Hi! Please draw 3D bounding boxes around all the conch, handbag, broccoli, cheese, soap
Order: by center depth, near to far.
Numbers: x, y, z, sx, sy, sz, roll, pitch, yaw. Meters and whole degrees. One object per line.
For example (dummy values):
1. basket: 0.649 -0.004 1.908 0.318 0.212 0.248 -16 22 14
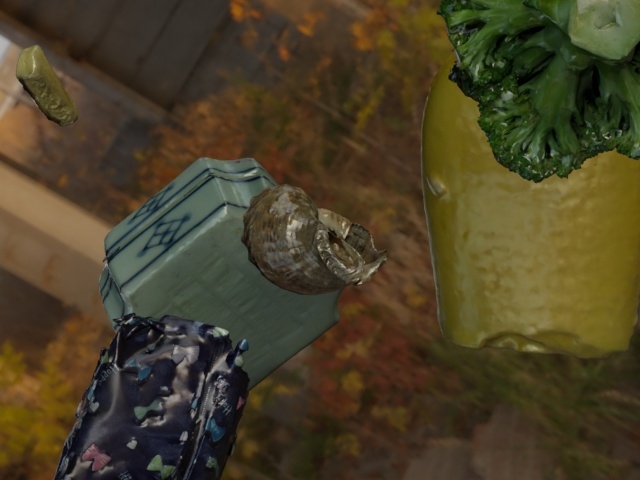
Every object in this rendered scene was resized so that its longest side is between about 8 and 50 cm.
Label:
1. cheese: -0.243 -0.137 1.207 0.030 0.083 0.044 -13 56 15
2. broccoli: 0.255 -0.190 1.267 0.269 0.254 0.269 -30 1 0
3. handbag: -0.162 0.199 1.309 0.113 0.162 0.260 171 117 -79
4. conch: 0.000 0.000 1.602 0.155 0.130 0.207 -26 28 -32
5. soap: 0.273 -0.061 1.748 0.115 0.306 0.427 -35 -51 -55

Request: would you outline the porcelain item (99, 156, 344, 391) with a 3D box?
1. porcelain item: -0.133 0.047 1.833 0.281 0.286 0.157 -39 39 10
